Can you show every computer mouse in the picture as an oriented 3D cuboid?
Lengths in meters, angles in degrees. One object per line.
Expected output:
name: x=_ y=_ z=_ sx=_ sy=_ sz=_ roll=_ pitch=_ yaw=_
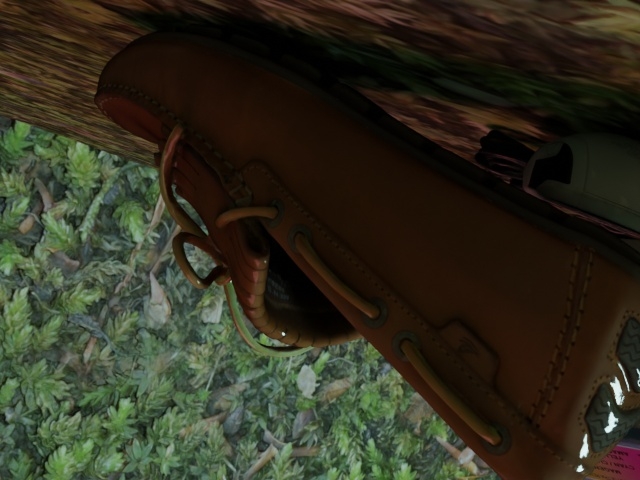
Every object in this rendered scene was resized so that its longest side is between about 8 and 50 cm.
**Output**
computer mouse: x=0.141 y=-0.031 z=0.677 sx=0.106 sy=0.042 sz=0.193 roll=22 pitch=-177 yaw=-4

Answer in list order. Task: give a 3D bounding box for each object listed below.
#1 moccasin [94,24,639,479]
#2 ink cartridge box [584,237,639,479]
moccasin: x=0.002 y=0.001 z=0.680 sx=0.380 sy=0.147 sz=0.139 roll=34 pitch=-176 yaw=34
ink cartridge box: x=0.302 y=0.167 z=0.933 sx=0.270 sy=0.151 sz=0.395 roll=5 pitch=150 yaw=42
